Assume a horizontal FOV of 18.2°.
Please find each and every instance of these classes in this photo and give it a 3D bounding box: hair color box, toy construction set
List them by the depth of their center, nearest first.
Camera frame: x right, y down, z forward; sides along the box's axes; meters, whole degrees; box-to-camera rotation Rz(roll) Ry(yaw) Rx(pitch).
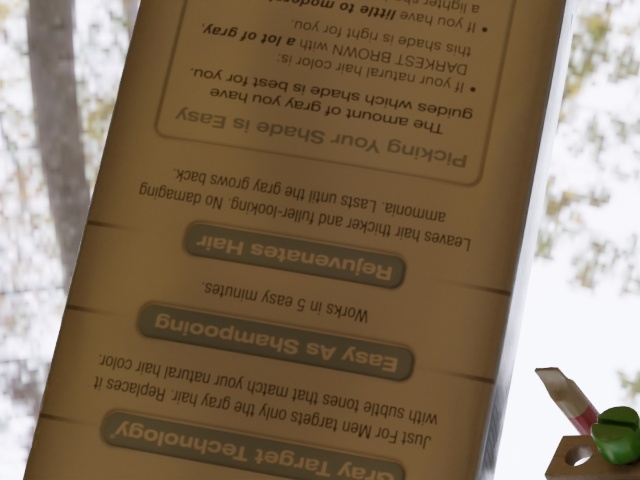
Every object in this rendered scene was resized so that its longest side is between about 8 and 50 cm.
[{"bbox_3d":[0.000,0.000,0.884,0.185,0.113,0.374,9,-107,9],"label":"hair color box"},{"bbox_3d":[0.249,0.158,1.449,0.257,0.237,0.309,-48,-148,-12],"label":"toy construction set"}]
